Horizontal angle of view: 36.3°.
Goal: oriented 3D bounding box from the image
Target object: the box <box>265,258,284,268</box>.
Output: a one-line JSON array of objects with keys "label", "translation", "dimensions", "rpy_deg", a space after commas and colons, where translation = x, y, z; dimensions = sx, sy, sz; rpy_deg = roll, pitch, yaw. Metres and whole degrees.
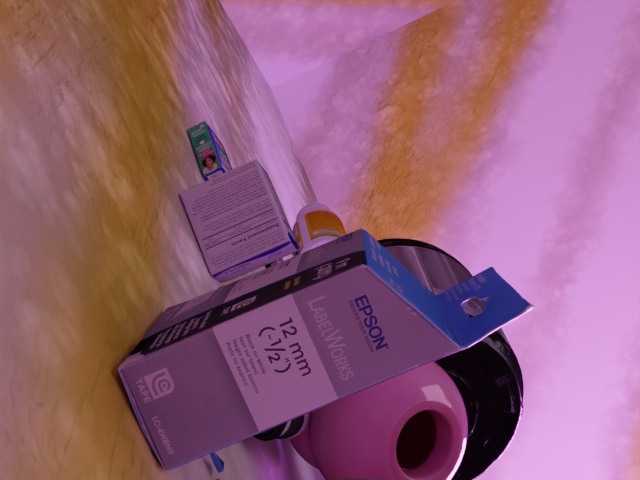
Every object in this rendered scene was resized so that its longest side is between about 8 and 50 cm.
[{"label": "box", "translation": [-0.068, 0.094, 1.944], "dimensions": [0.094, 0.027, 0.137], "rpy_deg": [-79, 144, -79]}]

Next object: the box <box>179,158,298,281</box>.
[{"label": "box", "translation": [-0.117, -0.027, 1.419], "dimensions": [0.072, 0.126, 0.137], "rpy_deg": [54, 13, -75]}]

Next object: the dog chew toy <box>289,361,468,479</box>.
[{"label": "dog chew toy", "translation": [0.044, 0.230, 1.308], "dimensions": [0.331, 0.206, 0.207], "rpy_deg": [11, -49, 59]}]

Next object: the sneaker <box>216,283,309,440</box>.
[{"label": "sneaker", "translation": [-0.089, 0.140, 1.192], "dimensions": [0.217, 0.079, 0.121], "rpy_deg": [61, 12, 19]}]

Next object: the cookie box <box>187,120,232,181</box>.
[{"label": "cookie box", "translation": [-0.188, -0.142, 1.718], "dimensions": [0.107, 0.040, 0.092], "rpy_deg": [67, 6, 28]}]

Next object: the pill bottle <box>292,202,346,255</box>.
[{"label": "pill bottle", "translation": [0.000, 0.000, 2.494], "dimensions": [0.246, 0.136, 0.136], "rpy_deg": [-106, 170, -62]}]

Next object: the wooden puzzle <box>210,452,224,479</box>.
[{"label": "wooden puzzle", "translation": [-0.085, 0.273, 0.968], "dimensions": [0.078, 0.014, 0.116], "rpy_deg": [66, 2, -63]}]

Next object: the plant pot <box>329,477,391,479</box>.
[{"label": "plant pot", "translation": [0.109, 0.414, 1.123], "dimensions": [0.284, 0.284, 0.191], "rpy_deg": [59, 39, -52]}]

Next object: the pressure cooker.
[{"label": "pressure cooker", "translation": [0.151, 0.200, 1.751], "dimensions": [0.370, 0.375, 0.420], "rpy_deg": [60, 7, -25]}]

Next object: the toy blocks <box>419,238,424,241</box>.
[{"label": "toy blocks", "translation": [0.158, 0.170, 2.263], "dimensions": [0.309, 0.288, 0.260], "rpy_deg": [38, 30, -52]}]

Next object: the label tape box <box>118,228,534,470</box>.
[{"label": "label tape box", "translation": [0.006, 0.071, 0.938], "dimensions": [0.249, 0.347, 0.115], "rpy_deg": [-78, 143, -82]}]
